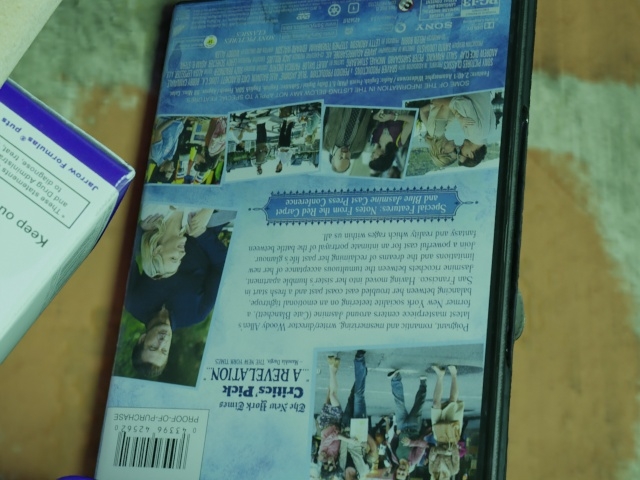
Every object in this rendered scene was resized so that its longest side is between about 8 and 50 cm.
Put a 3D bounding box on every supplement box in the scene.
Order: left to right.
[{"bbox_3d":[-0.188,0.038,0.542,0.114,0.111,0.220,36,64,-5],"label":"supplement box"}]

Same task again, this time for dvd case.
[{"bbox_3d":[0.000,0.000,0.613,0.180,0.022,0.253,-1,68,21],"label":"dvd case"}]

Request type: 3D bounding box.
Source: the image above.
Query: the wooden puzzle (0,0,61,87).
[{"bbox_3d":[-0.216,-0.191,0.578,0.348,0.080,0.322,17,60,18],"label":"wooden puzzle"}]

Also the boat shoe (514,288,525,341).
[{"bbox_3d":[0.062,0.032,0.650,0.073,0.080,0.223,12,65,-10],"label":"boat shoe"}]

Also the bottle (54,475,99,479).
[{"bbox_3d":[-0.014,0.209,0.557,0.283,0.092,0.118,32,66,-7],"label":"bottle"}]
